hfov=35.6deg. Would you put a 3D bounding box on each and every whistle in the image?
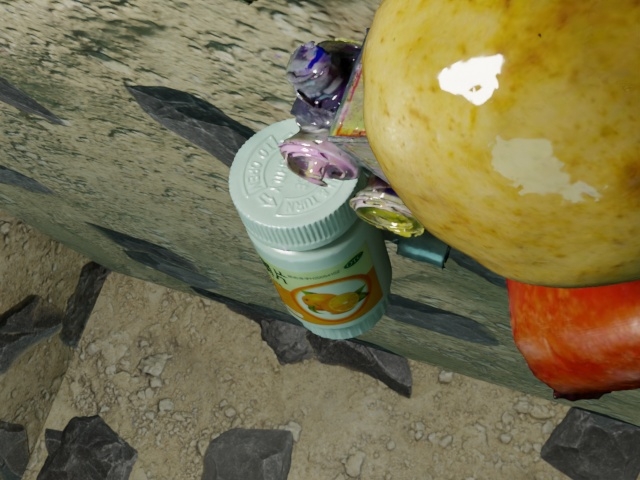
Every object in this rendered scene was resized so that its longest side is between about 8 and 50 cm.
[{"bbox_3d":[0.036,-0.035,1.408,0.312,0.062,0.062,19,168,9],"label":"whistle"}]

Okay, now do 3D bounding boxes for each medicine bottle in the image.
[{"bbox_3d":[0.000,0.000,1.253,0.158,0.158,0.318,16,155,21],"label":"medicine bottle"}]

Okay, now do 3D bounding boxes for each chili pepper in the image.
[{"bbox_3d":[0.313,0.008,0.745,0.251,0.229,0.305,-10,-179,-33],"label":"chili pepper"}]

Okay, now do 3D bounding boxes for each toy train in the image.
[{"bbox_3d":[0.082,-0.091,0.919,0.177,0.134,0.261,8,163,44],"label":"toy train"}]

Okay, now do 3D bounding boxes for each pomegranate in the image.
[{"bbox_3d":[0.151,-0.090,0.576,0.260,0.260,0.260,20,168,4],"label":"pomegranate"}]

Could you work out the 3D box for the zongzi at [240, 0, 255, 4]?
[{"bbox_3d":[-0.096,-0.239,0.789,0.113,0.052,0.104,31,176,14],"label":"zongzi"}]
